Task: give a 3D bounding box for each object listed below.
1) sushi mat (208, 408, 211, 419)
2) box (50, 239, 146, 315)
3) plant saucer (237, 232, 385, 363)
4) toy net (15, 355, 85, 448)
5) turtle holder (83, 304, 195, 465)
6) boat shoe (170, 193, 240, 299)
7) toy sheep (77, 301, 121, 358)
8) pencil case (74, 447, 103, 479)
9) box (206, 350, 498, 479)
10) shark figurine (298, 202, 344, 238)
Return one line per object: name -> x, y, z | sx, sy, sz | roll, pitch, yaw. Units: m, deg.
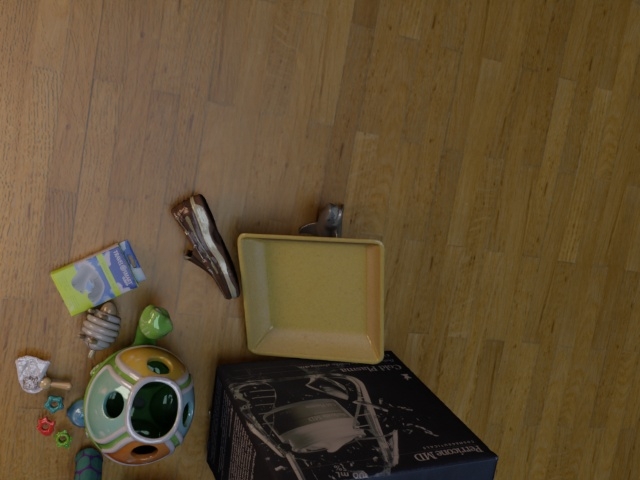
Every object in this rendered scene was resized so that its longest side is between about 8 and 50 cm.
sushi mat -> -0.189, 0.548, 1.716 | 0.151, 0.019, 0.316 | -10, 103, -19
box -> -0.493, 0.083, 1.517 | 0.178, 0.042, 0.109 | -25, 107, -13
plant saucer -> -0.013, 0.122, 1.591 | 0.333, 0.081, 0.332 | 3, 118, 10
toy net -> -0.607, 0.352, 1.523 | 0.122, 0.045, 0.232 | -39, 108, -8
turtle holder -> -0.371, 0.332, 1.490 | 0.243, 0.227, 0.320 | 38, 68, -16
boat shoe -> -0.269, 0.025, 1.570 | 0.095, 0.095, 0.257 | -21, 100, -1
toy sheep -> -0.491, 0.199, 1.512 | 0.091, 0.091, 0.132 | 28, 84, -22
pencil case -> -0.525, 0.544, 1.525 | 0.064, 0.151, 0.070 | 20, 113, -23
box -> 0.042, 0.491, 1.511 | 0.480, 0.472, 0.297 | -1, 111, -24
shark figurine -> 0.001, 0.013, 1.670 | 0.116, 0.166, 0.278 | 5, 117, 5
